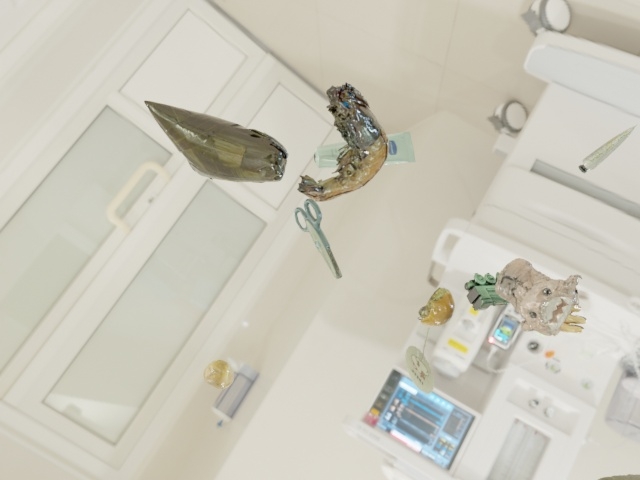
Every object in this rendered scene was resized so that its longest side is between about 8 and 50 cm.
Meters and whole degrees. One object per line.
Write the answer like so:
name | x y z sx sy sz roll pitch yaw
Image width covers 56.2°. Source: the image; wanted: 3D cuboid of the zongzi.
zongzi | -0.347 -0.350 2.075 0.403 0.208 0.432 12 164 27

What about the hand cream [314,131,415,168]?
hand cream | 0.138 -0.281 1.918 0.320 0.110 0.067 -6 162 -3

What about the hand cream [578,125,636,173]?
hand cream | 0.843 -0.270 1.763 0.042 0.067 0.194 52 133 13

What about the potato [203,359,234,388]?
potato | -0.223 0.295 1.329 0.068 0.062 0.083 6 131 -16

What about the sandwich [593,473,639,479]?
sandwich | 0.416 0.478 0.910 0.250 0.301 0.162 6 -166 -28

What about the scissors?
scissors | 0.000 0.000 2.036 0.138 0.041 0.289 -35 80 49

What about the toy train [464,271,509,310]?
toy train | 0.516 0.157 1.820 0.170 0.111 0.071 1 140 -28

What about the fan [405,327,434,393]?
fan | 0.378 0.434 2.221 0.191 0.009 0.329 52 149 45

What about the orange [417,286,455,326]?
orange | 0.442 0.260 2.248 0.112 0.160 0.170 44 179 13

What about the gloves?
gloves | 0.345 0.092 0.957 0.094 0.111 0.144 4 -169 -40

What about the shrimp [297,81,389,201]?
shrimp | 0.032 -0.184 1.212 0.054 0.222 0.290 51 176 35
